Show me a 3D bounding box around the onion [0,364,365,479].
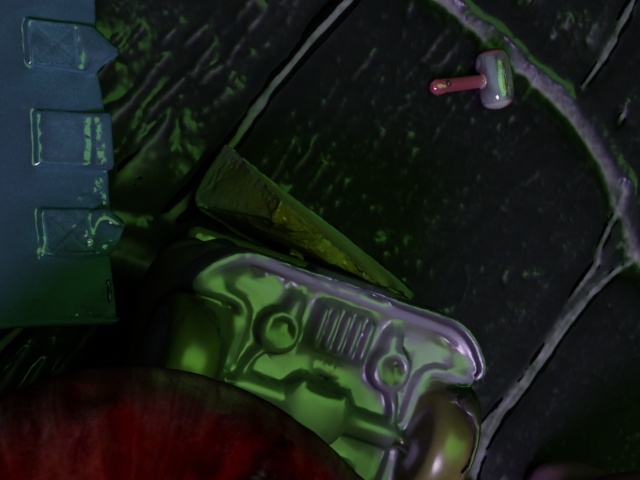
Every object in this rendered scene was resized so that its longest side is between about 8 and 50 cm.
[{"bbox_3d":[-0.102,0.239,0.759,0.347,0.285,0.347,0,92,-13],"label":"onion"}]

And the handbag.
[{"bbox_3d":[-0.200,-0.058,0.917,0.179,0.062,0.229,-2,87,-42],"label":"handbag"}]

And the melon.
[{"bbox_3d":[-0.006,-0.003,1.145,0.182,0.098,0.054,34,84,-46],"label":"melon"}]

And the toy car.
[{"bbox_3d":[-0.055,0.174,1.035,0.242,0.226,0.336,18,91,-18],"label":"toy car"}]

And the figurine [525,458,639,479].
[{"bbox_3d":[0.276,0.308,1.230,0.261,0.211,0.270,53,49,-9],"label":"figurine"}]

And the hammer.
[{"bbox_3d":[0.128,-0.136,1.299,0.083,0.031,0.052,-10,90,-28],"label":"hammer"}]
